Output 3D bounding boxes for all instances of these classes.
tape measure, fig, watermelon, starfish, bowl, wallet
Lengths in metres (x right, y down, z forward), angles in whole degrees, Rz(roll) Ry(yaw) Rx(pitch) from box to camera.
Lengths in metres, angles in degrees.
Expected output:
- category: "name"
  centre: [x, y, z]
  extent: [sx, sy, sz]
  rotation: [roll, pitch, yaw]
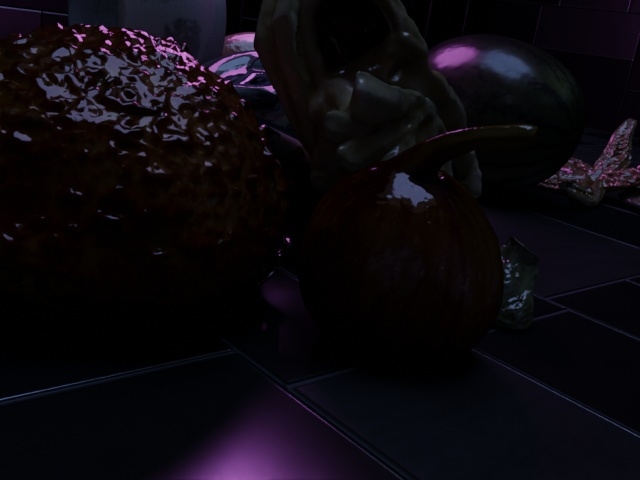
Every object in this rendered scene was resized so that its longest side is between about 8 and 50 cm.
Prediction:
- category: "tape measure"
  centre: [-0.081, -0.179, 1.041]
  extent: [0.256, 0.147, 0.275]
  rotation: [6, 41, 9]
- category: "fig"
  centre: [0.070, -0.010, 0.589]
  extent: [0.175, 0.207, 0.175]
  rotation: [3, 27, -2]
- category: "watermelon"
  centre: [0.293, -0.232, 1.306]
  extent: [0.278, 0.279, 0.359]
  rotation: [-8, 24, -44]
- category: "starfish"
  centre: [0.533, -0.138, 1.415]
  extent: [0.374, 0.094, 0.327]
  rotation: [-2, 28, 23]
- category: "bowl"
  centre: [-0.269, -0.348, 1.133]
  extent: [0.195, 0.435, 0.435]
  rotation: [-2, 20, -28]
- category: "wallet"
  centre: [-0.098, -0.091, 0.827]
  extent: [0.232, 0.031, 0.122]
  rotation: [37, -24, -26]

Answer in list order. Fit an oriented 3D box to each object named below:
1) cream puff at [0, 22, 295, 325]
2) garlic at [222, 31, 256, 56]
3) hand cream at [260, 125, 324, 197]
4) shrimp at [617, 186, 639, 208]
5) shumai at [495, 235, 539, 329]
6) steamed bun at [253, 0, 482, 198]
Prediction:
- category: "cream puff"
  centre: [-0.187, -0.067, 0.618]
  extent: [0.350, 0.229, 0.350]
  rotation: [6, 15, -2]
- category: "garlic"
  centre: [-0.071, -0.246, 1.265]
  extent: [0.339, 0.232, 0.246]
  rotation: [10, 13, 24]
- category: "hand cream"
  centre: [-0.007, -0.085, 0.923]
  extent: [0.095, 0.059, 0.276]
  rotation: [-19, -28, 41]
- category: "shrimp"
  centre: [0.733, -0.062, 1.331]
  extent: [0.360, 0.085, 0.246]
  rotation: [17, 24, 42]
- category: "shumai"
  centre: [0.180, 0.037, 0.706]
  extent: [0.082, 0.081, 0.083]
  rotation: [1, 20, -20]
- category: "steamed bun"
  centre: [0.075, -0.118, 0.823]
  extent: [0.189, 0.428, 0.247]
  rotation: [21, 65, 47]
